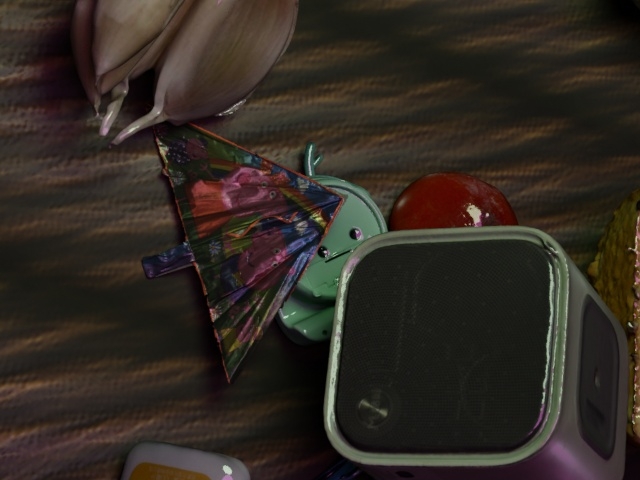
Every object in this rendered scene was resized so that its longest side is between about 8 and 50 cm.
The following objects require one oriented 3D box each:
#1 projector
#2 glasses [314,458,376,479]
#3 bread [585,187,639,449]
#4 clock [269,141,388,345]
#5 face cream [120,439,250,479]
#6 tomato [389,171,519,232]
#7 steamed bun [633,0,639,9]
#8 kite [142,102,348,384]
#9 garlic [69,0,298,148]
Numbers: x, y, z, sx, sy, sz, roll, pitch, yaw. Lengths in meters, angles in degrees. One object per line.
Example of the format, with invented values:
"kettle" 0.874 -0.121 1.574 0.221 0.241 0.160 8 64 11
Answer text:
"projector" 0.168 0.144 1.839 0.249 0.248 0.248 42 50 -58
"glasses" -0.006 0.346 1.910 0.239 0.102 0.207 -39 125 -22
"bread" 0.396 0.097 2.034 0.194 0.179 0.340 6 83 -18
"clock" 0.000 0.000 1.954 0.159 0.066 0.211 -27 92 -23
"face cream" -0.166 0.354 1.818 0.144 0.071 0.291 10 78 23
"tomato" 0.161 -0.010 2.004 0.159 0.091 0.139 20 75 -15
"steamed bun" 0.488 -0.319 2.096 0.394 0.237 0.346 29 47 15
"kite" -0.083 -0.018 1.902 0.234 0.016 0.321 -19 80 5
"garlic" -0.139 -0.232 1.851 0.210 0.237 0.292 33 106 -4
